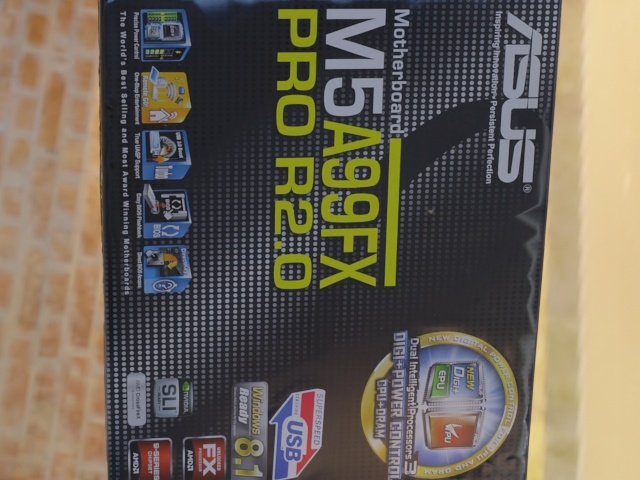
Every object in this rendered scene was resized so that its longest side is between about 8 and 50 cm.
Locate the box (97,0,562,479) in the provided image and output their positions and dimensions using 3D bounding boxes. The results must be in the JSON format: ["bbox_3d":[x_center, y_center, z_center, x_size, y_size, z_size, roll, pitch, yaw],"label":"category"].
[{"bbox_3d":[0.000,0.000,0.764,0.060,0.216,0.270,-114,-155,-70],"label":"box"}]
